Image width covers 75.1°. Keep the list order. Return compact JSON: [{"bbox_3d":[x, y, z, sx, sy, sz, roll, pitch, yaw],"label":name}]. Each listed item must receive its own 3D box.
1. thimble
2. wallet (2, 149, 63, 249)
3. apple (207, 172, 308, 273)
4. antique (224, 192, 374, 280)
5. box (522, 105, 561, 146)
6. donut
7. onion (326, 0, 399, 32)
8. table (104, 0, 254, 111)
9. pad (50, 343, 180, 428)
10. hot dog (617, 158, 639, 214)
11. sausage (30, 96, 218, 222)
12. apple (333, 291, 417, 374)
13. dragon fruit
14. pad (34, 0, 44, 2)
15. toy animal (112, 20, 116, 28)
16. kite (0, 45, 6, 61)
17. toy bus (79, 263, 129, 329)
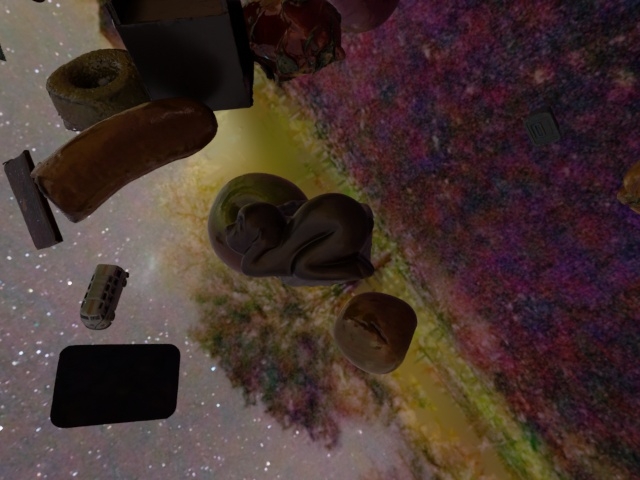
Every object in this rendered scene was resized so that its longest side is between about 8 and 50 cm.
[{"bbox_3d":[0.000,0.000,0.940,0.217,0.245,0.157,24,118,54],"label":"thimble"},{"bbox_3d":[-0.545,-0.072,0.792,0.026,0.095,0.176,-30,-77,-57],"label":"wallet"},{"bbox_3d":[-0.184,-0.053,1.312,0.340,0.339,0.339,55,180,-1],"label":"apple"},{"bbox_3d":[-0.037,-0.009,0.723,0.121,0.256,0.144,-49,-42,-71],"label":"antique"},{"bbox_3d":[0.610,-0.317,1.142,0.074,0.054,0.099,-12,129,45],"label":"box"},{"bbox_3d":[-0.528,-0.370,1.008,0.272,0.271,0.107,55,169,33],"label":"donut"},{"bbox_3d":[0.141,-0.918,1.434,0.358,0.358,0.345,54,-177,-24],"label":"onion"},{"bbox_3d":[-0.209,-0.342,0.679,0.193,0.168,0.173,82,-178,-57],"label":"table"},{"bbox_3d":[-0.472,0.337,0.982,0.004,0.266,0.181,-23,63,58],"label":"pad"},{"bbox_3d":[0.577,-0.127,0.665,0.100,0.249,0.068,61,170,-18],"label":"hot dog"},{"bbox_3d":[-0.280,-0.136,0.620,0.109,0.270,0.109,45,157,25],"label":"sausage"},{"bbox_3d":[0.168,0.283,1.322,0.264,0.264,0.264,55,180,-1],"label":"apple"},{"bbox_3d":[-0.084,-0.401,0.846,0.198,0.268,0.201,38,-145,-64],"label":"dragon fruit"},{"bbox_3d":[-0.712,-0.641,0.872,0.266,0.002,0.176,22,-125,-58],"label":"pad"},{"bbox_3d":[-0.390,-0.609,0.963,0.213,0.212,0.267,-125,38,-51],"label":"toy animal"},{"bbox_3d":[-0.613,-0.393,0.531,0.406,0.368,0.014,33,-168,-38],"label":"kite"},{"bbox_3d":[-0.644,0.162,1.232,0.089,0.087,0.194,96,179,-58],"label":"toy bus"}]
